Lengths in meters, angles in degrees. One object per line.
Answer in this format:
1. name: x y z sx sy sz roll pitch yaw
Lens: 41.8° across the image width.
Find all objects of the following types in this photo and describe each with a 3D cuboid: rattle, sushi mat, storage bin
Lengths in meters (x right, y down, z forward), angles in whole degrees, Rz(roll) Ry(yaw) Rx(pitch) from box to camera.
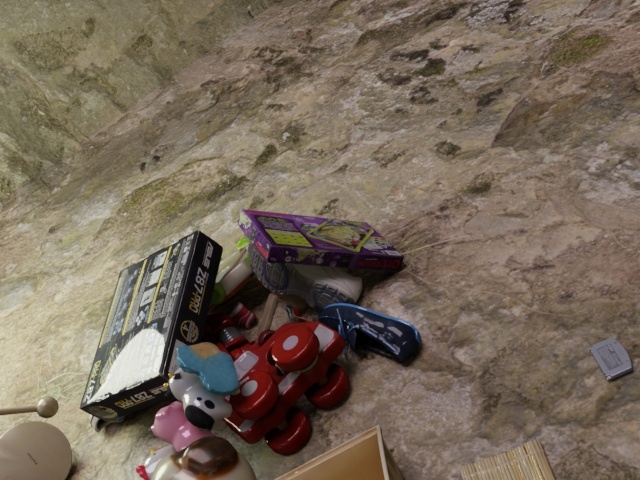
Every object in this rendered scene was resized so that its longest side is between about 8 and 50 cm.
1. rattle: -0.100 0.146 2.047 0.142 0.130 0.200 -32 61 23
2. sushi mat: 0.334 0.468 1.362 0.151 0.019 0.317 -26 35 10
3. storage bin: 0.022 0.470 1.418 0.260 0.123 0.262 -28 9 4

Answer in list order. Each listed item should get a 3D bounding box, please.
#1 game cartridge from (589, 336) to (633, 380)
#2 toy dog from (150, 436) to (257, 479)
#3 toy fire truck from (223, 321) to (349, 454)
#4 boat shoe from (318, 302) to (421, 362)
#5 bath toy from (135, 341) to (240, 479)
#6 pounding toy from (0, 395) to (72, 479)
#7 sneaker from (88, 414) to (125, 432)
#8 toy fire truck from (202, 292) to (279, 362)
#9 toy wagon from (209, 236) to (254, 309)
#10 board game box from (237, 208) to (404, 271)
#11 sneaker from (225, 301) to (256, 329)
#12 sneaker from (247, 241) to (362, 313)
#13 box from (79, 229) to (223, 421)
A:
1. game cartridge: 0.531 0.214 1.525 0.056 0.017 0.083 -29 35 11
2. toy dog: -0.258 0.544 1.496 0.395 0.285 0.408 -8 39 30
3. toy fire truck: -0.101 0.285 1.778 0.302 0.169 0.254 -47 36 -15
4. boat shoe: 0.088 0.198 1.804 0.258 0.109 0.089 5 52 44
5. bath toy: -0.280 0.370 1.696 0.348 0.129 0.151 -67 30 27
6. pounding toy: -0.692 0.507 2.002 0.182 0.110 0.237 -11 69 -20
7. sneaker: -0.478 0.394 2.035 0.185 0.069 0.084 -37 43 4
8. toy fire truck: -0.204 0.225 1.972 0.246 0.159 0.217 -28 33 -15
9. toy wagon: -0.235 0.085 2.118 0.344 0.068 0.267 -31 15 28
10. board game box: 0.000 0.000 1.966 0.346 0.056 0.208 5 27 -27
11. sneaker: -0.204 0.197 2.090 0.118 0.067 0.042 -36 22 54
12. sneaker: -0.036 0.076 1.973 0.297 0.111 0.129 31 35 9
13. box: -0.396 0.199 1.970 0.318 0.097 0.395 -24 43 34
